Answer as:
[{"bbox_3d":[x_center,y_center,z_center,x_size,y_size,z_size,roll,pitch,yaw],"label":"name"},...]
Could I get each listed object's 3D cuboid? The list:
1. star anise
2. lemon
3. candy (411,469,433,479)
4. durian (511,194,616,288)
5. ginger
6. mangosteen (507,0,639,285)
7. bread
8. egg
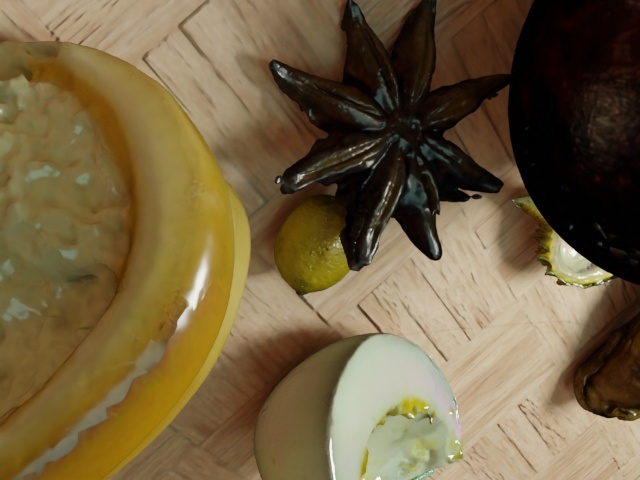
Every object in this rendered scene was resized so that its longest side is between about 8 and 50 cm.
[{"bbox_3d":[0.060,-0.102,0.805,0.271,0.102,0.272,-1,93,-26],"label":"star anise"},{"bbox_3d":[0.000,0.000,0.838,0.082,0.082,0.111,16,111,-39],"label":"lemon"},{"bbox_3d":[0.026,0.371,1.129,0.335,0.092,0.093,-17,116,-33],"label":"candy"},{"bbox_3d":[0.299,-0.023,1.024,0.224,0.078,0.140,24,118,-31],"label":"durian"},{"bbox_3d":[0.496,0.136,1.199,0.321,0.172,0.165,-65,168,18],"label":"ginger"},{"bbox_3d":[0.377,-0.113,0.770,0.381,0.421,0.381,-51,172,-10],"label":"mangosteen"},{"bbox_3d":[-0.259,0.048,0.633,0.424,0.329,0.245,-37,175,-6],"label":"bread"},{"bbox_3d":[0.019,0.214,0.949,0.271,0.161,0.207,-36,107,-52],"label":"egg"}]
